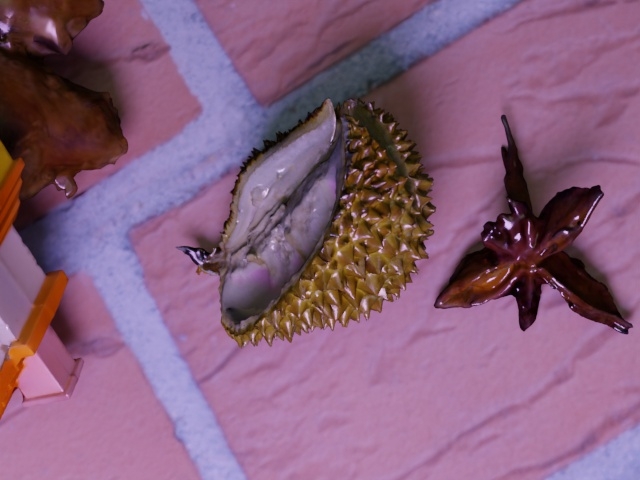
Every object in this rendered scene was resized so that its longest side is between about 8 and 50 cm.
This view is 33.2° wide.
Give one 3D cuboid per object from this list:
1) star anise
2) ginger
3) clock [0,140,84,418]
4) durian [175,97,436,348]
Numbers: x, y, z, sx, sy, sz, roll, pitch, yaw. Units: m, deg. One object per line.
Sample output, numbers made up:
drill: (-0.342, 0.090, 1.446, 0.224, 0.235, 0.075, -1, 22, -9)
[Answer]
star anise: (0.174, -0.010, 0.881, 0.158, 0.144, 0.140, 0, 123, 15)
ginger: (-0.335, -0.155, 0.937, 0.357, 0.152, 0.274, 38, 73, 14)
clock: (-0.313, 0.033, 0.844, 0.220, 0.255, 0.106, -11, 37, 18)
durian: (0.000, 0.000, 0.864, 0.237, 0.138, 0.193, -19, 61, 48)
